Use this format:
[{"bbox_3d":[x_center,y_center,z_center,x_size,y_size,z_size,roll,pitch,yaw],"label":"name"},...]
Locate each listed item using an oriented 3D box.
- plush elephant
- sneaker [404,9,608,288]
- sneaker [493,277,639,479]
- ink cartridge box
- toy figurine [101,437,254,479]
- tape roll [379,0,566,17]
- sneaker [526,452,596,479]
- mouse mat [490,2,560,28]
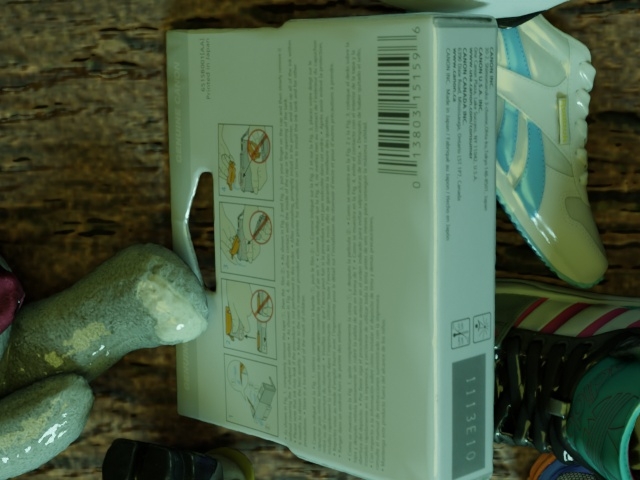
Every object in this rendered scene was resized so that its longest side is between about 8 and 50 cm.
[{"bbox_3d":[-0.287,0.063,0.750,0.330,0.255,0.272,-41,89,12],"label":"plush elephant"},{"bbox_3d":[0.135,-0.077,0.784,0.092,0.087,0.229,-26,99,7],"label":"sneaker"},{"bbox_3d":[0.154,0.099,0.765,0.295,0.178,0.124,0,99,6],"label":"sneaker"},{"bbox_3d":[0.000,0.000,0.786,0.239,0.060,0.275,8,102,47],"label":"ink cartridge box"},{"bbox_3d":[-0.107,0.249,0.808,0.209,0.148,0.213,-39,62,5],"label":"toy figurine"},{"bbox_3d":[0.090,-0.275,0.707,0.286,0.100,0.286,-1,83,6],"label":"tape roll"},{"bbox_3d":[0.245,0.203,0.824,0.221,0.087,0.083,12,102,3],"label":"sneaker"},{"bbox_3d":[0.150,-0.230,0.757,0.189,0.007,0.153,-29,81,-3],"label":"mouse mat"}]
